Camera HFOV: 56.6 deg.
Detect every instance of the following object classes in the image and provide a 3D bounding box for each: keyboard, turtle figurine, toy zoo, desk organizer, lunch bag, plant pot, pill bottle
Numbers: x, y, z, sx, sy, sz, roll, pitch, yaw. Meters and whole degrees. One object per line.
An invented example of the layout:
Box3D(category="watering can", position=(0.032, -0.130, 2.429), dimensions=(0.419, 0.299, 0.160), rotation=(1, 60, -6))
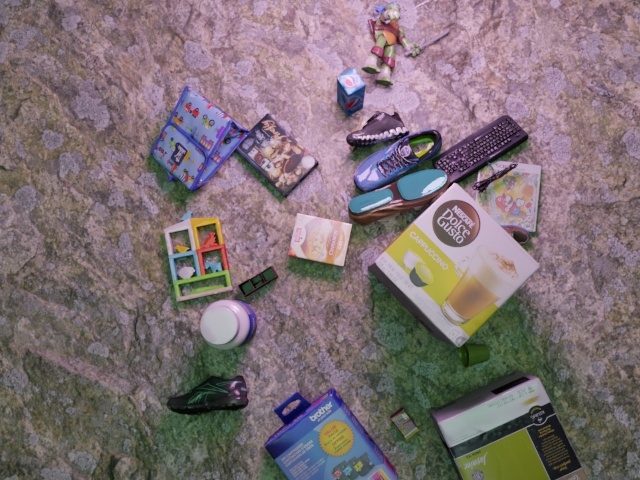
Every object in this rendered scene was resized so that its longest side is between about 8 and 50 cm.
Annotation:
Box3D(category="keyboard", position=(0.544, -0.274, 1.963), dimensions=(0.317, 0.033, 0.202), rotation=(-33, 67, -1))
Box3D(category="turtle figurine", position=(0.262, -0.659, 1.959), dimensions=(0.274, 0.198, 0.267), rotation=(20, 89, 8))
Box3D(category="toy zoo", position=(-0.412, 0.043, 1.989), dimensions=(0.192, 0.030, 0.294), rotation=(-11, 84, 1))
Box3D(category="desk organizer", position=(-0.206, 0.134, 1.962), dimensions=(0.130, 0.050, 0.047), rotation=(-32, 84, -1))
Box3D(category="lunch bag", position=(-0.422, -0.320, 1.983), dimensions=(0.221, 0.138, 0.293), rotation=(39, 97, 18))
Box3D(category="plant pot", position=(0.497, 0.364, 1.904), dimensions=(0.079, 0.083, 0.084), rotation=(-4, 84, -10))
Box3D(category="pill bottle", position=(-0.286, 0.261, 1.840), dimensions=(0.152, 0.272, 0.153), rotation=(0, 84, 2))

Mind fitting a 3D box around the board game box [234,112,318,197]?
Box3D(category="board game box", position=(-0.149, -0.287, 2.009), dimensions=(0.243, 0.042, 0.165), rotation=(44, 87, 6))

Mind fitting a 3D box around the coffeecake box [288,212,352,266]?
Box3D(category="coffeecake box", position=(0.000, 0.000, 1.960), dimensions=(0.185, 0.068, 0.143), rotation=(11, 85, 4))

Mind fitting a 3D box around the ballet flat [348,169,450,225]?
Box3D(category="ballet flat", position=(0.259, -0.128, 1.937), dimensions=(0.342, 0.124, 0.116), rotation=(-22, 55, 7))

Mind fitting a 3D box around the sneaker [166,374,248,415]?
Box3D(category="sneaker", position=(-0.363, 0.501, 1.921), dimensions=(0.267, 0.101, 0.106), rotation=(-7, 62, 2))

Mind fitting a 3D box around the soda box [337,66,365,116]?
Box3D(category="soda box", position=(0.099, -0.481, 1.936), dimensions=(0.067, 0.210, 0.071), rotation=(-32, 83, -1))

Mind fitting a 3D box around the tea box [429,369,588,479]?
Box3D(category="tea box", position=(0.554, 0.615, 1.798), dimensions=(0.328, 0.220, 0.324), rotation=(-24, 83, 0))

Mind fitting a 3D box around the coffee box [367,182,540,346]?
Box3D(category="coffee box", position=(0.383, 0.079, 1.802), dimensions=(0.334, 0.338, 0.338), rotation=(-44, 85, -3))

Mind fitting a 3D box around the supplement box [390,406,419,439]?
Box3D(category="supplement box", position=(0.268, 0.585, 1.900), dimensions=(0.055, 0.043, 0.083), rotation=(-36, 85, -2))

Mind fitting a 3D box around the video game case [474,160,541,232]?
Box3D(category="video game case", position=(0.619, -0.149, 1.975), dimensions=(0.206, 0.026, 0.227), rotation=(7, 84, 3))

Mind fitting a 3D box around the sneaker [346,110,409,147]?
Box3D(category="sneaker", position=(0.178, -0.373, 1.964), dimensions=(0.234, 0.078, 0.106), rotation=(-15, 82, -24))

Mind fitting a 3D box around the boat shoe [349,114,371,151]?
Box3D(category="boat shoe", position=(0.125, -0.363, 2.007), dimensions=(0.045, 0.050, 0.135), rotation=(26, 75, 8))

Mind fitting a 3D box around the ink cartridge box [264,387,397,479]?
Box3D(category="ink cartridge box", position=(0.013, 0.654, 1.853), dimensions=(0.270, 0.151, 0.396), rotation=(-38, 82, -2))

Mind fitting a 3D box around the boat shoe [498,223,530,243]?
Box3D(category="boat shoe", position=(0.591, -0.015, 1.929), dimensions=(0.183, 0.066, 0.066), rotation=(9, 120, 2))

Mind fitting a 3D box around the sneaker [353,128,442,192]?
Box3D(category="sneaker", position=(0.251, -0.274, 1.941), dimensions=(0.329, 0.147, 0.130), rotation=(-33, 84, -1))
